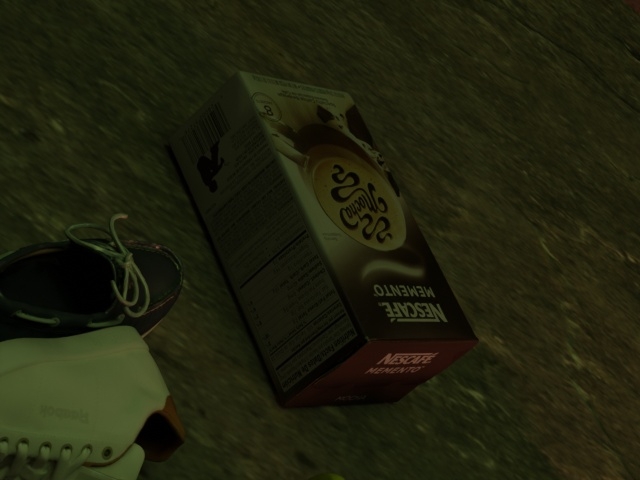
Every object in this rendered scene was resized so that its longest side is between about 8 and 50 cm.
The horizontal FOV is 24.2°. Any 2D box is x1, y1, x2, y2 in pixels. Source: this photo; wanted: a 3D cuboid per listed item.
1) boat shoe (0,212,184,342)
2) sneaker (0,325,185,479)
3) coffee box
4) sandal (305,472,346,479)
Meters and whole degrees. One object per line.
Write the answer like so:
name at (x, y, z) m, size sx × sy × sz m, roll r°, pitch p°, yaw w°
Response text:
boat shoe at (-0.187, 0.034, 1.173) m, size 0.254 × 0.079 × 0.095 m, roll -6°, pitch 61°, yaw -53°
sneaker at (-0.192, 0.137, 1.031) m, size 0.123 × 0.106 × 0.290 m, roll 55°, pitch 31°, yaw 14°
coffee box at (0.000, 0.000, 1.399) m, size 0.168 × 0.119 × 0.297 m, roll 4°, pitch 53°, yaw -50°
sandal at (0.030, 0.321, 1.099) m, size 0.138 × 0.126 × 0.317 m, roll 37°, pitch 35°, yaw -25°
